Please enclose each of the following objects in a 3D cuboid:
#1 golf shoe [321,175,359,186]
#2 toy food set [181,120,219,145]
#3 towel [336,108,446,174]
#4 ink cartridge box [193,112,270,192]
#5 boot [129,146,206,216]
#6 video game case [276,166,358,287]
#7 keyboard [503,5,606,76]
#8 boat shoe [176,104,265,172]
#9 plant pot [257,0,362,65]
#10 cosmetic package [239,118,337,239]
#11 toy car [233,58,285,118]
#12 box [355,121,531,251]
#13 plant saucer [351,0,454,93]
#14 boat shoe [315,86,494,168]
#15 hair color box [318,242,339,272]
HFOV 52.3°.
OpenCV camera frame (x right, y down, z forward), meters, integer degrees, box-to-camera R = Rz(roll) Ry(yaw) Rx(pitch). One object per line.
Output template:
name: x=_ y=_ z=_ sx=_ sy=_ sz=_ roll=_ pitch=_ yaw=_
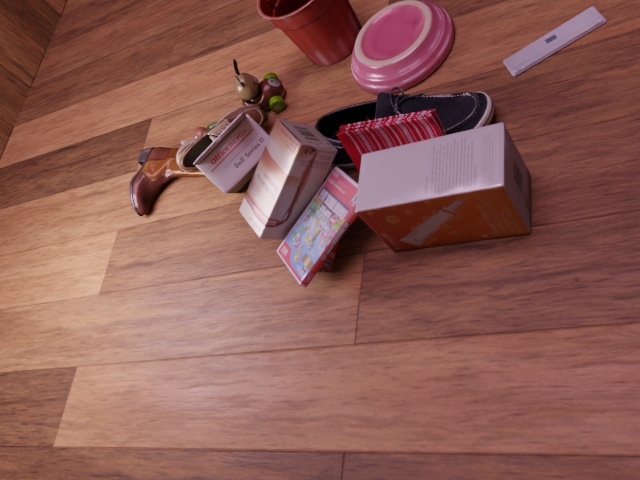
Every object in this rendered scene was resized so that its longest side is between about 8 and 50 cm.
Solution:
golf shoe: x=0.049 y=-0.141 z=1.781 sx=0.176 sy=0.086 sz=0.069 roll=0 pitch=61 yaw=33
toy food set: x=-0.358 y=-0.336 z=2.153 sx=0.218 sy=0.071 sz=0.128 roll=-21 pitch=66 yaw=1
towel: x=0.195 y=-0.231 z=1.660 sx=0.275 sy=0.199 sz=0.031 roll=-5 pitch=46 yaw=33
ink cartridge box: x=-0.232 y=-0.242 z=1.875 sx=0.207 sy=0.119 sz=0.353 roll=-45 pitch=3 yaw=3
boot: x=-0.499 y=-0.212 z=2.228 sx=0.280 sy=0.096 sz=0.264 roll=-3 pitch=59 yaw=20
video game case: x=0.002 y=-0.041 z=1.680 sx=0.285 sy=0.025 sz=0.204 roll=-55 pitch=31 yaw=9
keyboard: x=0.601 y=-0.514 z=1.685 sx=0.256 sy=0.014 sz=0.072 roll=-30 pitch=45 yaw=16
boat shoe: x=-0.312 y=-0.315 z=2.068 sx=0.324 sy=0.123 sz=0.116 roll=-37 pitch=19 yaw=1
plant pot: x=-0.015 y=-0.714 z=2.060 sx=0.272 sy=0.265 sz=0.272 roll=-17 pitch=55 yaw=25
cosmetic package: x=-0.093 y=-0.162 z=1.774 sx=0.153 sy=0.129 sz=0.296 roll=47 pitch=123 yaw=40
toy car: x=-0.221 y=-0.506 z=2.123 sx=0.149 sy=0.188 sz=0.155 roll=-29 pitch=50 yaw=17
box: x=0.286 y=-0.112 z=1.509 sx=0.345 sy=0.215 sz=0.168 roll=-9 pitch=58 yaw=31
plant saucer: x=0.229 y=-0.592 z=1.940 sx=0.332 sy=0.084 sz=0.332 roll=-18 pitch=53 yaw=25
boat shoe: x=0.206 y=-0.307 z=1.731 sx=0.500 sy=0.156 sz=0.187 roll=-6 pitch=58 yaw=30
hair color box: x=0.000 y=0.000 z=1.748 sx=0.093 sy=0.053 sz=0.167 roll=0 pitch=64 yaw=35
